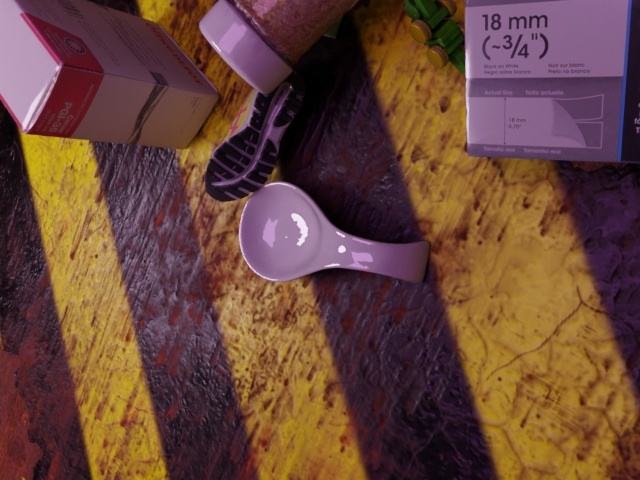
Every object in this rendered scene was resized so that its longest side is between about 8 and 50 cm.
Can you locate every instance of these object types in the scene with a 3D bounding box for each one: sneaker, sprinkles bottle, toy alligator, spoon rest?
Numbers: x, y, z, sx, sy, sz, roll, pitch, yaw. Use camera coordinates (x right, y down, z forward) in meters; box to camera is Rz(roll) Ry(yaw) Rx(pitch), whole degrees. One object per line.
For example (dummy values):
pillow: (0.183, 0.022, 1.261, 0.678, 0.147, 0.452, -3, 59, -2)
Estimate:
sneaker: (-0.092, -0.146, 0.939, 0.209, 0.081, 0.094, -54, 20, 9)
sprinkles bottle: (0.018, -0.337, 0.790, 0.355, 0.121, 0.121, -43, 69, 11)
toy alligator: (0.123, -0.267, 0.793, 0.056, 0.190, 0.051, -45, 23, -8)
spoon rest: (0.000, 0.000, 0.878, 0.276, 0.084, 0.137, 12, 95, 29)

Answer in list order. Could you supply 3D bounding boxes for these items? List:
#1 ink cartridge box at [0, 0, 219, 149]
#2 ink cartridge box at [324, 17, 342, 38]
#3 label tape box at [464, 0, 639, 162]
ink cartridge box: (-0.316, -0.243, 0.955, 0.207, 0.283, 0.117, 49, 116, 22)
ink cartridge box: (-0.005, -0.392, 0.899, 0.109, 0.062, 0.209, 23, 101, 29)
label tape box: (0.268, -0.249, 0.652, 0.240, 0.106, 0.334, 7, 113, 30)
